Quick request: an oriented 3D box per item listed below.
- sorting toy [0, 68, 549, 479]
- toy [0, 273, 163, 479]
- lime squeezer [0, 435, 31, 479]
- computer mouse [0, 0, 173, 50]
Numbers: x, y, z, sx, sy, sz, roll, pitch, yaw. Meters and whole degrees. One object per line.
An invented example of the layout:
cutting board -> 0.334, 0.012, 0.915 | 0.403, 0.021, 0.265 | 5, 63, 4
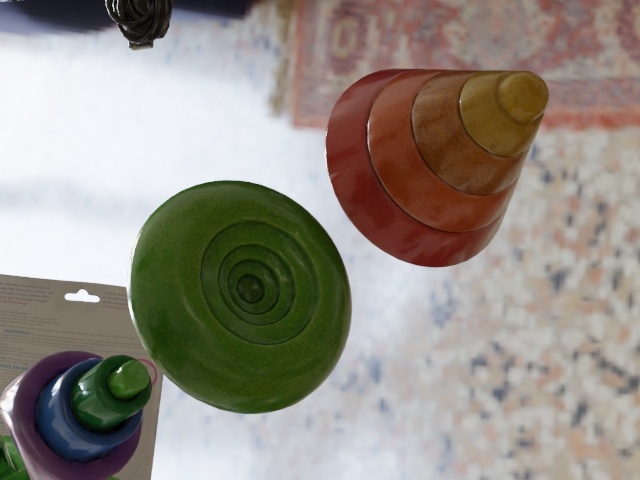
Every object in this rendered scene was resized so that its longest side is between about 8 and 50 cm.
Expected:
sorting toy -> 0.000, 0.000, 0.918 | 0.127, 0.365, 0.126 | 55, 146, -1
toy -> -0.197, 0.137, 1.433 | 0.056, 0.137, 0.237 | -106, 22, -72
lime squeezer -> -0.152, 0.175, 1.030 | 0.110, 0.059, 0.310 | 29, 149, 36
computer mouse -> -0.255, -0.246, 1.485 | 0.072, 0.272, 0.188 | 165, 102, -89
